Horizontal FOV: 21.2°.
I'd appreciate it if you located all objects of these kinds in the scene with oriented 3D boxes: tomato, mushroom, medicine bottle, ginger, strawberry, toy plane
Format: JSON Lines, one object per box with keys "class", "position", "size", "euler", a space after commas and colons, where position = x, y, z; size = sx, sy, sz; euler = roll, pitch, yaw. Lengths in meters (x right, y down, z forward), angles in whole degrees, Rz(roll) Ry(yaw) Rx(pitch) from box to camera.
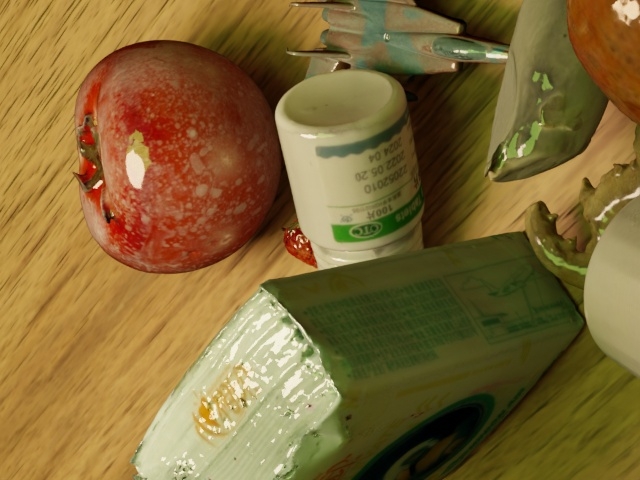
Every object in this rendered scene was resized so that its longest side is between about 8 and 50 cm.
{"class": "tomato", "position": [-0.160, -0.094, 1.939], "size": [0.270, 0.227, 0.270], "euler": [177, 90, -66]}
{"class": "mushroom", "position": [0.241, -0.213, 1.597], "size": [0.109, 0.097, 0.351], "euler": [21, 92, 21]}
{"class": "medicine bottle", "position": [0.040, -0.047, 1.775], "size": [0.139, 0.139, 0.237], "euler": [17, 133, 40]}
{"class": "ginger", "position": [0.318, -0.039, 1.626], "size": [0.258, 0.065, 0.149], "euler": [-43, 78, 28]}
{"class": "strawberry", "position": [0.000, 0.000, 1.918], "size": [0.073, 0.073, 0.083], "euler": [-26, 110, 41]}
{"class": "toy plane", "position": [0.103, -0.207, 1.771], "size": [0.326, 0.104, 0.223], "euler": [13, 104, 37]}

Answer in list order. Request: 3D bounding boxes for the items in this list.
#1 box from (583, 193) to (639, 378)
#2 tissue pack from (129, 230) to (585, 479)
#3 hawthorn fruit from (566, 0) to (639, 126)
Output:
{"class": "box", "position": [0.374, 0.069, 1.503], "size": [0.262, 0.291, 0.206], "euler": [-49, 38, -7]}
{"class": "tissue pack", "position": [0.041, 0.148, 1.673], "size": [0.162, 0.388, 0.287], "euler": [53, 126, 22]}
{"class": "hawthorn fruit", "position": [0.334, -0.193, 1.458], "size": [0.277, 0.277, 0.298], "euler": [61, 149, 19]}
